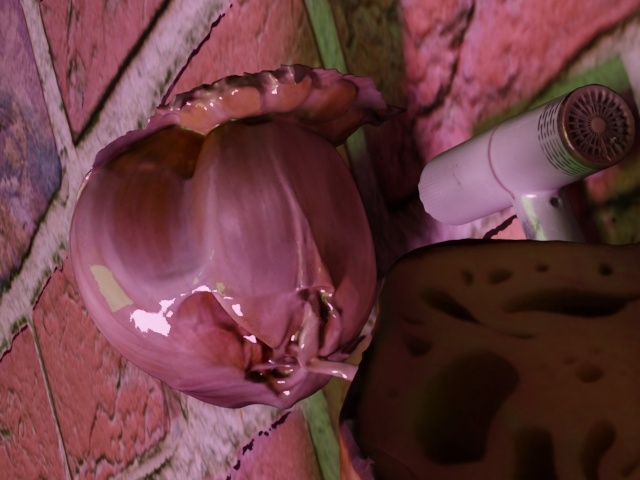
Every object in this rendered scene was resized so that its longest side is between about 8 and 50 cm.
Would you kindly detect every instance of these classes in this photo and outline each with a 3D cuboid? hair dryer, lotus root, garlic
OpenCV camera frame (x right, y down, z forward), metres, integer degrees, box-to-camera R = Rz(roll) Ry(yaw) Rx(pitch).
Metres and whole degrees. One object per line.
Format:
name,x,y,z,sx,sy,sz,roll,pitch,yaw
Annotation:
hair dryer,0.116,0.028,0.896,0.155,0.044,0.183,-22,82,67
lotus root,0.106,0.117,0.766,0.199,0.188,0.180,-72,-15,-50
garlic,0.000,0.000,1.014,0.256,0.207,0.207,16,119,25
